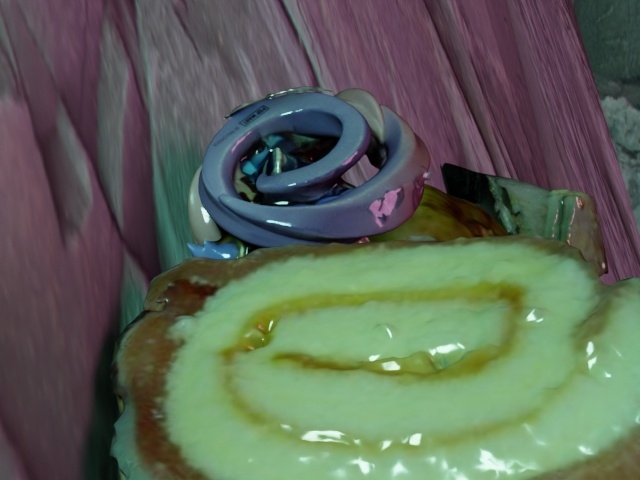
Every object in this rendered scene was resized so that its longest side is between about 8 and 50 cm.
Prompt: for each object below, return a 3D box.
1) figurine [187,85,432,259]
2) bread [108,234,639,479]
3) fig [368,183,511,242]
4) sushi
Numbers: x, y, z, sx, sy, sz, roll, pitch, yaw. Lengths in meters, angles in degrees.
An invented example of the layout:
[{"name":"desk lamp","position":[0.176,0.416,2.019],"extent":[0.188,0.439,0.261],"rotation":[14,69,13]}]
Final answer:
[{"name":"figurine","position":[-0.008,-0.007,0.854],"extent":[0.114,0.126,0.157],"rotation":[35,-27,20]},{"name":"bread","position":[0.044,0.091,0.675],"extent":[0.190,0.244,0.123],"rotation":[-78,158,-50]},{"name":"fig","position":[0.069,0.039,1.008],"extent":[0.153,0.121,0.136],"rotation":[69,20,-7]},{"name":"sushi","position":[0.207,0.005,1.547],"extent":[0.273,0.109,0.134],"rotation":[31,42,-67]}]
